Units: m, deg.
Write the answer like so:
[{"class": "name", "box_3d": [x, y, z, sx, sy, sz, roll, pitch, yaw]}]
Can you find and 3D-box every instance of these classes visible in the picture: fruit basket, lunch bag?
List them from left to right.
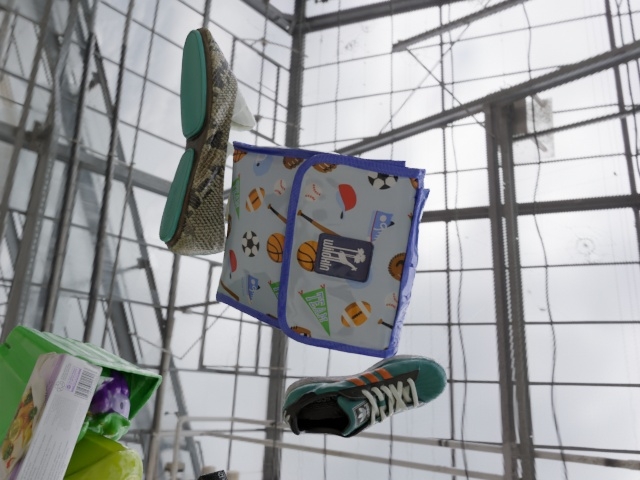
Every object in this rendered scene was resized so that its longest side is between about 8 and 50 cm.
[{"class": "fruit basket", "box_3d": [-0.420, 0.361, 0.970, 0.392, 0.392, 0.283, 27, -107, 45]}, {"class": "lunch bag", "box_3d": [0.000, 0.000, 0.968, 0.385, 0.238, 0.328, 17, -76, 41]}]

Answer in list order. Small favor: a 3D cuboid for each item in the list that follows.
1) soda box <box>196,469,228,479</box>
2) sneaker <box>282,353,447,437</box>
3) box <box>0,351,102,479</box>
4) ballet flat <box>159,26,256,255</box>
[{"class": "soda box", "box_3d": [-0.173, 0.500, 0.948, 0.060, 0.053, 0.169, -54, -128, 26]}, {"class": "sneaker", "box_3d": [0.083, 0.284, 0.938, 0.301, 0.121, 0.108, -13, -80, 0]}, {"class": "box", "box_3d": [-0.362, 0.300, 0.651, 0.063, 0.067, 0.324, -10, -124, 31]}, {"class": "ballet flat", "box_3d": [-0.231, -0.202, 1.170, 0.164, 0.181, 0.484, -2, -99, 56]}]
